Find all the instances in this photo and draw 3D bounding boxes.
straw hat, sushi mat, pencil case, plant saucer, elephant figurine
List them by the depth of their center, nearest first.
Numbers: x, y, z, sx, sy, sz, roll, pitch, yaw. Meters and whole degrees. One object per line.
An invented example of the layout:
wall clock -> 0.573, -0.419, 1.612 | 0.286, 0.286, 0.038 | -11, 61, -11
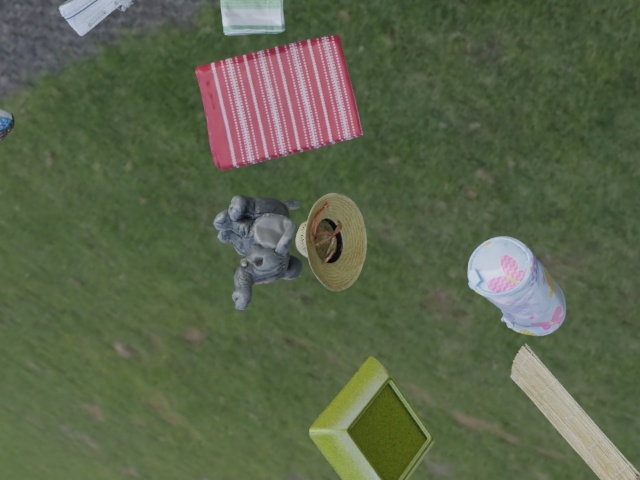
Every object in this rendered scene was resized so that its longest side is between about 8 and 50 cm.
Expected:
straw hat -> 0.000, 0.000, 1.423 | 0.061, 0.144, 0.144 | 0, 142, 37
plant saucer -> 0.096, 0.303, 1.576 | 0.045, 0.188, 0.188 | -21, 109, 49
pencil case -> 0.357, 0.087, 1.837 | 0.124, 0.113, 0.273 | -15, 153, 20
sushi mat -> 0.474, 0.341, 1.917 | 0.316, 0.019, 0.151 | 51, 164, 23
elephant figurine -> -0.110, 0.024, 2.113 | 0.169, 0.186, 0.239 | 27, -159, -46

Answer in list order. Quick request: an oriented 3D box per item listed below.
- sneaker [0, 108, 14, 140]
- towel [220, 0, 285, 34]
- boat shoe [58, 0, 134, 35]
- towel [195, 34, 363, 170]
sneaker -> -0.465, -0.159, 1.217 | 0.190, 0.083, 0.071 | 0, 154, -12
towel -> -0.117, -0.432, 1.749 | 0.113, 0.152, 0.023 | -7, -169, -22
boat shoe -> -0.404, -0.486, 2.001 | 0.076, 0.226, 0.083 | 59, 170, -26
towel -> -0.077, -0.250, 1.842 | 0.274, 0.199, 0.031 | -13, 178, -2
